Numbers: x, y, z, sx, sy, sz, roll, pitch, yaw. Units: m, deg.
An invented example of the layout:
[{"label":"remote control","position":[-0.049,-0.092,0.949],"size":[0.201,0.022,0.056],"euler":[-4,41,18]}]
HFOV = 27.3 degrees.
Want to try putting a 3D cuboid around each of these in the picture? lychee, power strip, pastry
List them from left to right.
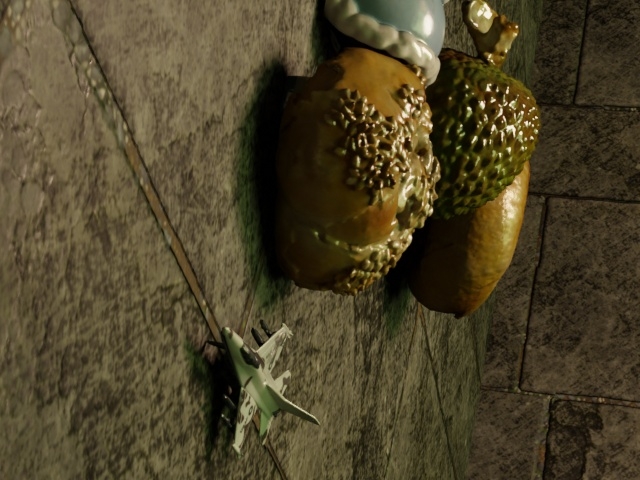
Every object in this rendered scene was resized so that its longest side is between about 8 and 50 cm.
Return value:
[{"label":"power strip","position":[-0.020,-0.152,1.623],"size":[0.123,0.032,0.056],"euler":[61,35,-64]},{"label":"pastry","position":[0.054,-0.074,1.591],"size":[0.255,0.162,0.311],"euler":[-46,146,-40]},{"label":"lychee","position":[0.219,-0.190,2.086],"size":[0.320,0.270,0.270],"euler":[-45,154,-10]},{"label":"pastry","position":[0.255,-0.033,2.325],"size":[0.356,0.163,0.356],"euler":[-162,-90,-86]}]

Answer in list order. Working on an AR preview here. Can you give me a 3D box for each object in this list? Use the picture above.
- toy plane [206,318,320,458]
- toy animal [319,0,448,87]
[{"label":"toy plane","position":[-0.080,0.146,1.438],"size":[0.234,0.082,0.160],"euler":[52,53,-48]},{"label":"toy animal","position":[0.097,-0.309,1.785],"size":[0.208,0.156,0.204],"euler":[61,40,-71]}]
